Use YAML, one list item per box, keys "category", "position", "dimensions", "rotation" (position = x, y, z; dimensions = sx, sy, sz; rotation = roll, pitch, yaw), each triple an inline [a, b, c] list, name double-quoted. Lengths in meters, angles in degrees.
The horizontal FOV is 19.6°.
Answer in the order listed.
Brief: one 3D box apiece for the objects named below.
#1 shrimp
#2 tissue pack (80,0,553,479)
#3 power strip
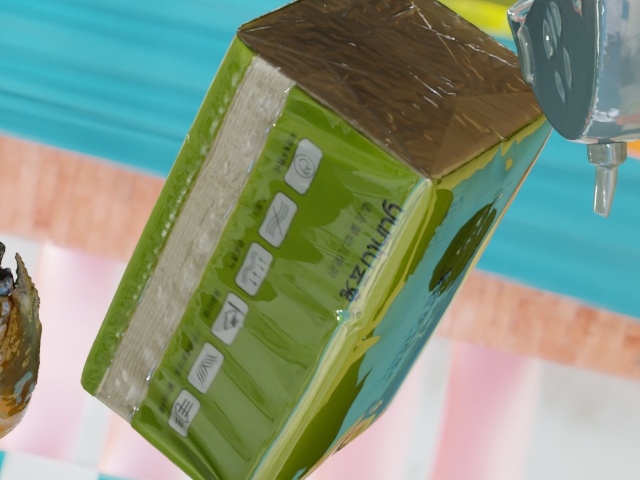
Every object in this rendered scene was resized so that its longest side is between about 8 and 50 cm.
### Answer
- category: "shrimp"
  position: [-0.200, 0.068, 0.963]
  dimensions: [0.051, 0.115, 0.217]
  rotation: [57, 149, 23]
- category: "tissue pack"
  position: [0.000, 0.000, 1.150]
  dimensions: [0.200, 0.167, 0.275]
  rotation: [-31, -28, -54]
- category: "power strip"
  position: [0.096, -0.099, 0.635]
  dimensions: [0.216, 0.044, 0.137]
  rotation: [83, 174, -45]
